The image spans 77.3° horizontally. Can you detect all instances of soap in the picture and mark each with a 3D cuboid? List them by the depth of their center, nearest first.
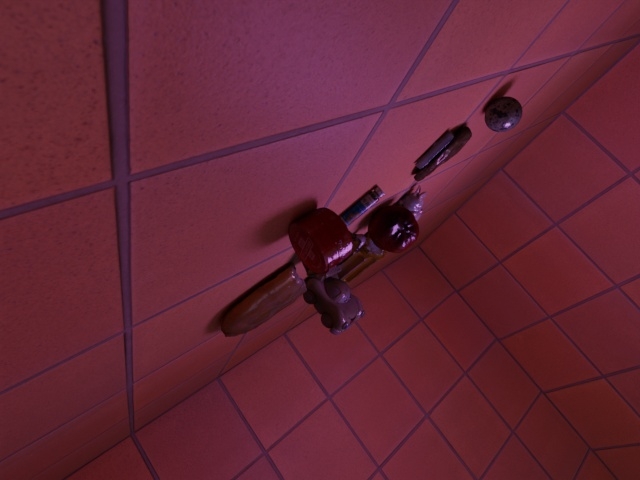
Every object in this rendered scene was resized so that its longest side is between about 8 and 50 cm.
[{"bbox_3d":[0.207,0.127,2.326,0.281,0.142,0.259,-41,164,36],"label":"soap"}]

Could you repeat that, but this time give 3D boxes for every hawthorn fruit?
[{"bbox_3d":[0.320,-0.045,1.907,0.266,0.230,0.210,-22,-138,54],"label":"hawthorn fruit"}]

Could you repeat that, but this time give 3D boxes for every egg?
[{"bbox_3d":[0.718,-0.495,1.584,0.132,0.132,0.172,-38,178,2],"label":"egg"}]

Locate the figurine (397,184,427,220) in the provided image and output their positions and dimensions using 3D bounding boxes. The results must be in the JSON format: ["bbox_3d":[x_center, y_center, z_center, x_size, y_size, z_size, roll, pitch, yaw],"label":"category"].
[{"bbox_3d":[0.444,-0.171,1.990,0.155,0.127,0.235,-26,159,-7],"label":"figurine"}]

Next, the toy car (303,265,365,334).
[{"bbox_3d":[0.088,0.301,2.155,0.226,0.336,0.242,-48,163,31],"label":"toy car"}]

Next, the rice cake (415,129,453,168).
[{"bbox_3d":[0.440,-0.352,1.558,0.180,0.042,0.030,-45,-170,30],"label":"rice cake"}]

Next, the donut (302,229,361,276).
[{"bbox_3d":[0.032,0.040,1.683,0.272,0.107,0.272,-32,161,-13],"label":"donut"}]

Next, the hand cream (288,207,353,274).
[{"bbox_3d":[0.000,0.000,1.274,0.125,0.193,0.193,-34,166,-24],"label":"hand cream"}]

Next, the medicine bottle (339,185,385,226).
[{"bbox_3d":[0.161,-0.132,1.539,0.191,0.051,0.051,-41,166,8],"label":"medicine bottle"}]

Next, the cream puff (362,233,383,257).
[{"bbox_3d":[0.287,0.023,2.178,0.121,0.155,0.156,-3,168,7],"label":"cream puff"}]

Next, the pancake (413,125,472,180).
[{"bbox_3d":[0.518,-0.357,1.678,0.294,0.049,0.294,-40,171,-7],"label":"pancake"}]

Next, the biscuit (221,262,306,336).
[{"bbox_3d":[-0.236,0.281,1.769,0.446,0.104,0.429,-35,166,-15],"label":"biscuit"}]

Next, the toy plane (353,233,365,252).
[{"bbox_3d":[0.149,0.029,1.969,0.174,0.080,0.174,-42,-176,3],"label":"toy plane"}]
